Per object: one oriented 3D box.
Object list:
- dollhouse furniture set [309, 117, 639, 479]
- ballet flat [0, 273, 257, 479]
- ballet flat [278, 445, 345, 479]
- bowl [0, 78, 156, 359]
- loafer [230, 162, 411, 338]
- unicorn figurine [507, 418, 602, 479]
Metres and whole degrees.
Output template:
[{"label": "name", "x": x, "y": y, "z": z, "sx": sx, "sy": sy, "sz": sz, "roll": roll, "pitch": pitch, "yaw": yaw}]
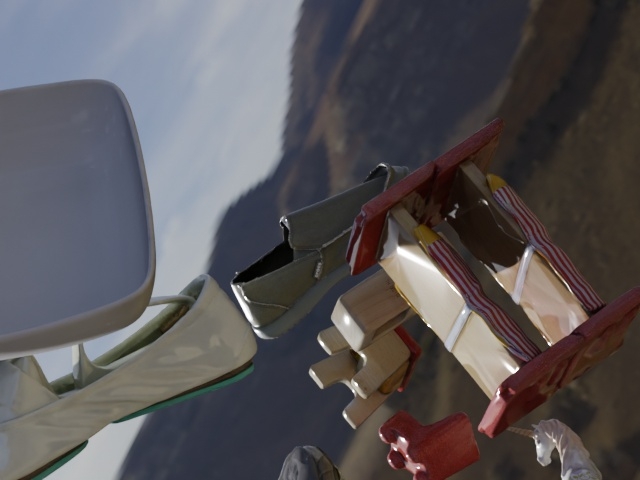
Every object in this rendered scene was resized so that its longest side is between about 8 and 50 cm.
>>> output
[{"label": "dollhouse furniture set", "x": 0.126, "y": 0.086, "z": 1.451, "sx": 0.152, "sy": 0.201, "sz": 0.374, "roll": -32, "pitch": -18, "yaw": -20}, {"label": "ballet flat", "x": -0.251, "y": 0.146, "z": 1.653, "sx": 0.400, "sy": 0.139, "sz": 0.139, "roll": -26, "pitch": -17, "yaw": -25}, {"label": "ballet flat", "x": 0.005, "y": 0.255, "z": 1.096, "sx": 0.084, "sy": 0.058, "sz": 0.250, "roll": -152, "pitch": 59, "yaw": -68}, {"label": "bowl", "x": -0.150, "y": -0.002, "z": 0.801, "sx": 0.053, "sy": 0.142, "sz": 0.142, "roll": 83, "pitch": 175, "yaw": -57}, {"label": "loafer", "x": 0.000, "y": 0.000, "z": 1.823, "sx": 0.251, "sy": 0.087, "sz": 0.094, "roll": -45, "pitch": 19, "yaw": 2}, {"label": "unicorn figurine", "x": 0.226, "y": 0.217, "z": 1.439, "sx": 0.060, "sy": 0.111, "sz": 0.162, "roll": -22, "pitch": 7, "yaw": -8}]
